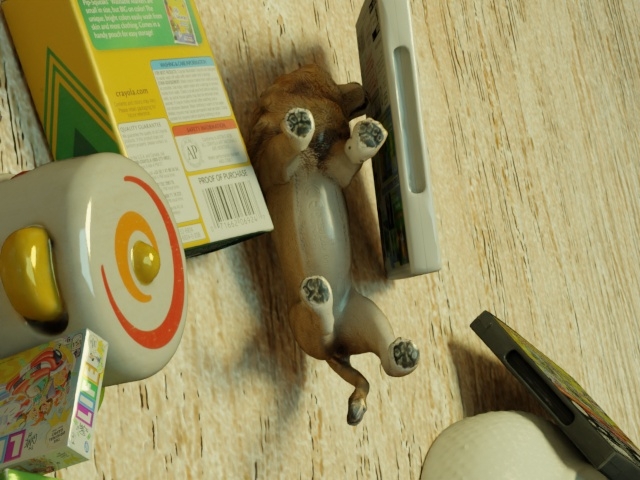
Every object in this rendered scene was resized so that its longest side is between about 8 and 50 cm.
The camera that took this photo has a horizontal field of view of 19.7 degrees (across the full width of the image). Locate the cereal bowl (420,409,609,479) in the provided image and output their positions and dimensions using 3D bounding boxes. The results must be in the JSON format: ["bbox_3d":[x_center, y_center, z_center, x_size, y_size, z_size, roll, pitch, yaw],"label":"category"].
[{"bbox_3d":[0.257,0.346,2.071,0.339,0.141,0.339,34,46,-45],"label":"cereal bowl"}]

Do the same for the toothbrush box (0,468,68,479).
[{"bbox_3d":[-0.180,0.306,1.427,0.283,0.122,0.206,24,53,-52],"label":"toothbrush box"}]

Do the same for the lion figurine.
[{"bbox_3d":[0.000,0.000,1.858,0.142,0.240,0.392,2,79,-13],"label":"lion figurine"}]

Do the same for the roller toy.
[{"bbox_3d":[-0.199,0.026,1.506,0.209,0.146,0.191,58,30,-42],"label":"roller toy"}]

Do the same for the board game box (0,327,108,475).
[{"bbox_3d":[-0.234,0.136,1.409,0.026,0.154,0.103,40,41,-40],"label":"board game box"}]

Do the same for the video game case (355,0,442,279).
[{"bbox_3d":[0.080,-0.110,1.945,0.329,0.036,0.300,141,-57,-86],"label":"video game case"}]

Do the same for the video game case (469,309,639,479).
[{"bbox_3d":[0.311,0.214,2.182,0.248,0.035,0.275,50,8,36],"label":"video game case"}]

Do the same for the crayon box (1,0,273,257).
[{"bbox_3d":[-0.176,-0.138,1.733,0.203,0.083,0.323,-14,85,-59],"label":"crayon box"}]
